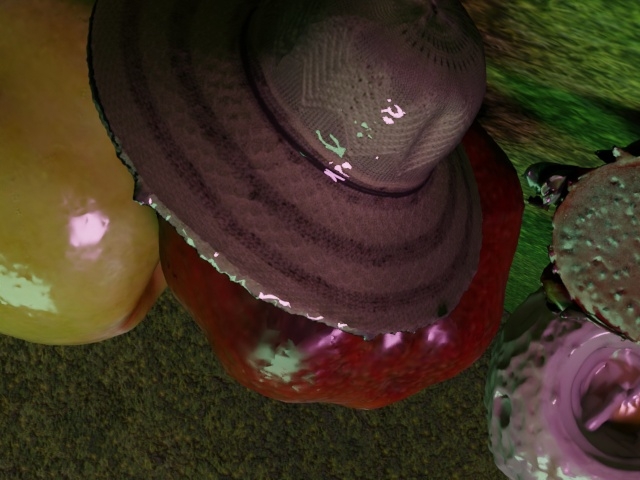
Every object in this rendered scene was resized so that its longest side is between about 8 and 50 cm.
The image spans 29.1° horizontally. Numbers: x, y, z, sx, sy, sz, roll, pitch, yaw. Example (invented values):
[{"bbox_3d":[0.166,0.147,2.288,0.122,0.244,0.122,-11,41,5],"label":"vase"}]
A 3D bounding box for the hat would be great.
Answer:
[{"bbox_3d":[0.019,-0.084,0.609,0.252,0.252,0.110,27,134,-26],"label":"hat"}]

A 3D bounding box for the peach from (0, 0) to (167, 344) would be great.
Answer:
[{"bbox_3d":[-0.220,-0.083,0.990,0.316,0.314,0.281,34,-152,21],"label":"peach"}]

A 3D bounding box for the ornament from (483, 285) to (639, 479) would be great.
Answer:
[{"bbox_3d":[0.282,0.151,1.166,0.259,0.259,0.225,25,178,10],"label":"ornament"}]

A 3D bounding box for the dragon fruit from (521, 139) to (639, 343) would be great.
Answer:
[{"bbox_3d":[0.209,0.010,0.717,0.175,0.142,0.138,0,161,-46],"label":"dragon fruit"}]

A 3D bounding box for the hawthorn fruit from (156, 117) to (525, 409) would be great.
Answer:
[{"bbox_3d":[0.000,0.000,0.883,0.254,0.254,0.300,26,165,-14],"label":"hawthorn fruit"}]
